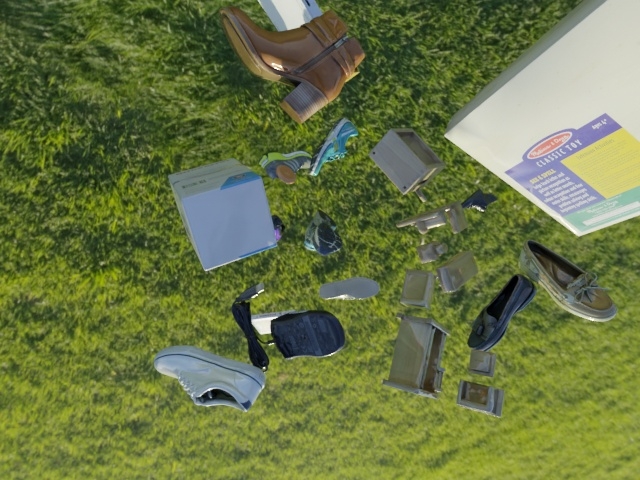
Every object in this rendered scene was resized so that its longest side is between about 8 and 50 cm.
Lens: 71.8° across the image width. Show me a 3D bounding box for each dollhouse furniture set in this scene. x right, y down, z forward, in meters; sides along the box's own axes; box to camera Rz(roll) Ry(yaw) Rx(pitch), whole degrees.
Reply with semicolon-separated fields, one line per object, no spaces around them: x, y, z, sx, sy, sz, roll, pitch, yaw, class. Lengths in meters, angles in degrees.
0.204;0.151;0.668;0.101;0.161;0.181;35;66;-50;dollhouse furniture set
0.228;0.018;0.910;0.123;0.151;0.144;-17;-177;44;dollhouse furniture set

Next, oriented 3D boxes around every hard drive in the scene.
-0.115;-0.867;1.656;0.047;0.353;0.233;-43;119;-7;hard drive

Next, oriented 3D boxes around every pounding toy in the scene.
0.183;-0.150;0.915;0.100;0.130;0.141;-47;165;33;pounding toy

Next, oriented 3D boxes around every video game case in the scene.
-0.179;0.337;1.810;0.184;0.023;0.201;-8;151;3;video game case

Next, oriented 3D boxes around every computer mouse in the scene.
-0.067;0.162;0.918;0.262;0.183;0.060;-24;180;33;computer mouse

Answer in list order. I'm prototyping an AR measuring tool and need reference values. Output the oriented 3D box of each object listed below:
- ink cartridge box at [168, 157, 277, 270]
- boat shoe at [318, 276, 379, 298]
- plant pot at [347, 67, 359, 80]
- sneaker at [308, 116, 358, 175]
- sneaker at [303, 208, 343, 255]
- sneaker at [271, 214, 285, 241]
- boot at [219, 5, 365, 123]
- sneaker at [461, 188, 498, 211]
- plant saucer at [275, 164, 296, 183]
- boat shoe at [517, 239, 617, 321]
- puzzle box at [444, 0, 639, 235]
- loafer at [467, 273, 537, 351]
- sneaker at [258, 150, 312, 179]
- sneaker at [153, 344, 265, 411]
-0.267;-0.084;1.179;0.198;0.270;0.197;-19;117;-17;ink cartridge box
0.100;0.166;1.515;0.206;0.075;0.065;-6;172;10;boat shoe
0.031;-0.433;1.118;0.081;0.081;0.083;-25;176;-44;plant pot
0.052;-0.370;1.799;0.110;0.107;0.275;37;87;-15;sneaker
0.000;0.000;1.564;0.110;0.283;0.122;35;108;-14;sneaker
-0.256;-0.067;2.034;0.146;0.102;0.293;-47;158;10;sneaker
-0.050;-0.420;0.932;0.220;0.109;0.283;-47;109;-6;boot
0.651;-0.153;1.823;0.170;0.089;0.051;-38;178;-25;sneaker
-0.125;-0.245;1.626;0.084;0.083;0.013;18;136;-30;plant saucer
0.664;0.106;1.204;0.105;0.285;0.089;-35;140;-15;boat shoe
0.371;-0.160;0.486;0.272;0.052;0.409;33;151;-11;puzzle box
0.511;0.208;1.291;0.084;0.096;0.267;36;95;-31;loafer
-0.144;-0.335;2.048;0.300;0.121;0.111;-14;164;-40;sneaker
-0.246;0.287;0.917;0.258;0.091;0.094;5;129;18;sneaker
